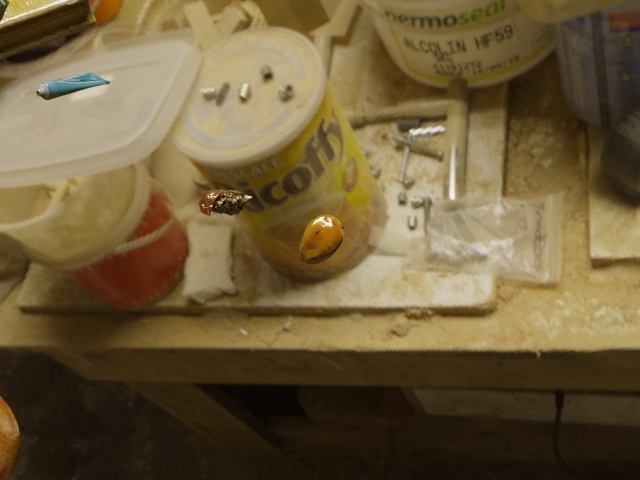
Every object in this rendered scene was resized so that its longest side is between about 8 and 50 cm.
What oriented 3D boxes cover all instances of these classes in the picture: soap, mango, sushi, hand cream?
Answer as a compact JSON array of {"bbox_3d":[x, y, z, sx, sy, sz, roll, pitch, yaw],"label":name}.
[{"bbox_3d":[-0.524,-0.389,1.427,0.232,0.073,0.140,-26,51,-17],"label":"soap"},{"bbox_3d":[0.000,0.000,1.719,0.080,0.060,0.114,44,83,10],"label":"mango"},{"bbox_3d":[-0.180,-0.073,1.561,0.055,0.120,0.052,24,101,25],"label":"sushi"},{"bbox_3d":[-0.682,-0.425,2.246,0.083,0.048,0.224,27,33,22],"label":"hand cream"}]

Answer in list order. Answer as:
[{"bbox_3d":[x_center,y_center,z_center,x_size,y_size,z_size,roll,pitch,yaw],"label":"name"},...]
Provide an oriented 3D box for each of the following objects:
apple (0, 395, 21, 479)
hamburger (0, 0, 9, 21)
[{"bbox_3d":[-0.542,0.280,1.130,0.235,0.173,0.210,-22,58,-7],"label":"apple"},{"bbox_3d":[-0.541,-0.367,1.283,0.121,0.084,0.054,-29,28,48],"label":"hamburger"}]
